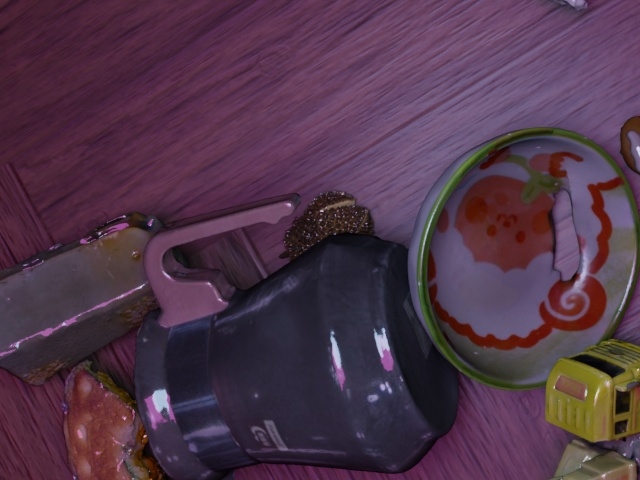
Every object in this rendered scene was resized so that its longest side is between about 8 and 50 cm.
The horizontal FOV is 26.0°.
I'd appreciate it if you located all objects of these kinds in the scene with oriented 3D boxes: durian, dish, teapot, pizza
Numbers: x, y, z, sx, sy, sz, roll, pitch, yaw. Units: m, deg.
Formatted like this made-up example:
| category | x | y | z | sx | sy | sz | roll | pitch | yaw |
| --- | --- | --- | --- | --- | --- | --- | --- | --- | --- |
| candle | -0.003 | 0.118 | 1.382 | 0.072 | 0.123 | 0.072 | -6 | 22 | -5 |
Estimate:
| category | x | y | z | sx | sy | sz | roll | pitch | yaw |
| --- | --- | --- | --- | --- | --- | --- | --- | --- | --- |
| durian | -0.001 | -0.002 | 1.828 | 0.140 | 0.071 | 0.110 | -25 | 86 | 17 |
| dish | 0.231 | 0.014 | 1.713 | 0.324 | 0.124 | 0.324 | -6 | 103 | -27 |
| teapot | -0.050 | 0.132 | 1.725 | 0.361 | 0.305 | 0.376 | -17 | 106 | 20 |
| pizza | -0.268 | 0.305 | 1.891 | 0.161 | 0.085 | 0.306 | -22 | 85 | 35 |

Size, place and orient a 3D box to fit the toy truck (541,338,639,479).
| category | x | y | z | sx | sy | sz | roll | pitch | yaw |
| --- | --- | --- | --- | --- | --- | --- | --- | --- | --- |
| toy truck | 0.337 | 0.267 | 1.680 | 0.124 | 0.157 | 0.272 | 21 | 115 | 55 |

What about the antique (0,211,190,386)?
| category | x | y | z | sx | sy | sz | roll | pitch | yaw |
| --- | --- | --- | --- | --- | --- | --- | --- | --- | --- |
| antique | -0.315 | 0.072 | 1.864 | 0.284 | 0.150 | 0.125 | -28 | 66 | 5 |

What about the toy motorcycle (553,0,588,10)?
| category | x | y | z | sx | sy | sz | roll | pitch | yaw |
| --- | --- | --- | --- | --- | --- | --- | --- | --- | --- |
| toy motorcycle | 0.207 | -0.408 | 1.745 | 0.340 | 0.108 | 0.223 | 32 | 98 | 11 |

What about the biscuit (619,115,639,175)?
| category | x | y | z | sx | sy | sz | roll | pitch | yaw |
| --- | --- | --- | --- | --- | --- | --- | --- | --- | --- |
| biscuit | 0.515 | -0.125 | 1.687 | 0.301 | 0.049 | 0.197 | -25 | 87 | 24 |
